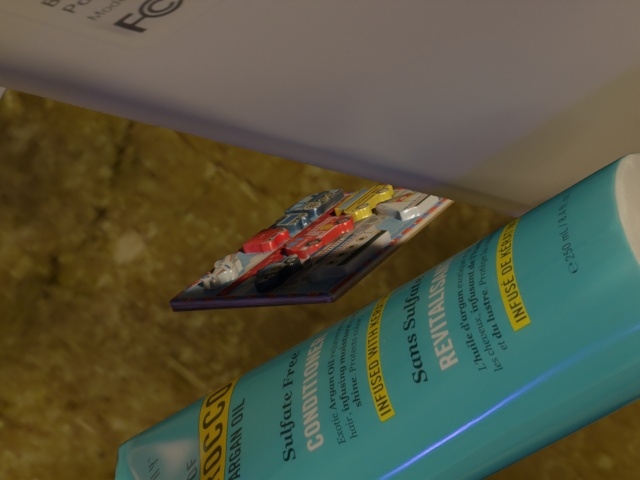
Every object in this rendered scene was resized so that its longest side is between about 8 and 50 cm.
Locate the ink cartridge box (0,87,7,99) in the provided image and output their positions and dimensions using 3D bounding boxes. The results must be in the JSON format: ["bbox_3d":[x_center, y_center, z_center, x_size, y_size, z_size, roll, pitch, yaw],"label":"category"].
[{"bbox_3d":[-0.152,-0.200,0.875,0.303,0.072,0.307,-48,32,44],"label":"ink cartridge box"}]

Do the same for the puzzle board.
[{"bbox_3d":[0.000,0.000,0.861,0.096,0.011,0.128,-5,22,37],"label":"puzzle board"}]

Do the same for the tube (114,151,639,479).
[{"bbox_3d":[0.012,0.048,0.476,0.207,0.052,0.080,-32,33,32],"label":"tube"}]

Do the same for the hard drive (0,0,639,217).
[{"bbox_3d":[0.048,-0.081,0.362,0.210,0.319,0.040,-29,69,28],"label":"hard drive"}]
